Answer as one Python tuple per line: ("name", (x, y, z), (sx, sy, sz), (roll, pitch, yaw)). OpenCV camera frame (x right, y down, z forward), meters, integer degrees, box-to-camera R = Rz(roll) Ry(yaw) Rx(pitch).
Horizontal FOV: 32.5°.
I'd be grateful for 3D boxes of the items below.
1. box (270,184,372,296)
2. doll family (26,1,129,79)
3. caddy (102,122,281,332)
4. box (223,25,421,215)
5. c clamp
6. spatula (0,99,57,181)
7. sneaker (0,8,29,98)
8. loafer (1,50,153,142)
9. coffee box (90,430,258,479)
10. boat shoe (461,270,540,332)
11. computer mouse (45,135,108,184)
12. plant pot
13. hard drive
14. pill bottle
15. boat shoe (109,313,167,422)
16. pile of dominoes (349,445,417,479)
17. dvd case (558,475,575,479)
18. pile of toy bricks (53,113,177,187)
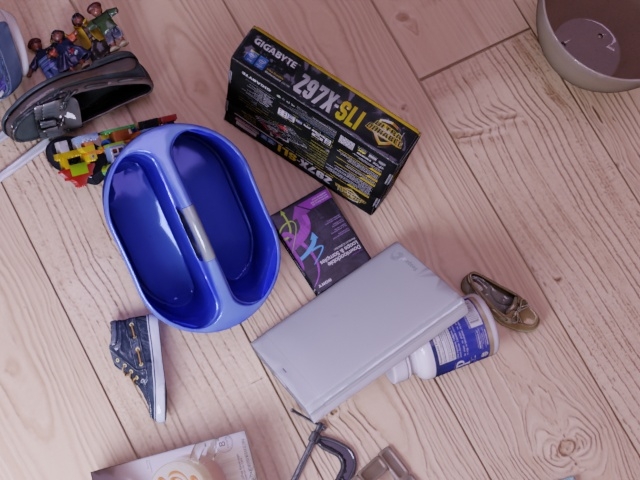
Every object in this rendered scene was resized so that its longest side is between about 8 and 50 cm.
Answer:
("box", (0.000, 0.000, 1.900), (0.116, 0.029, 0.162), (-31, 82, -14))
("doll family", (-0.432, -0.342, 1.922), (0.193, 0.076, 0.111), (-34, 86, -12))
("caddy", (-0.208, -0.022, 1.754), (0.241, 0.179, 0.341), (-26, 105, -12))
("box", (-0.007, -0.193, 1.836), (0.322, 0.257, 0.079), (33, 73, 4))
("c clamp", (-0.014, 0.375, 1.799), (0.137, 0.022, 0.161), (23, 71, -5))
("spatula", (-0.589, -0.152, 1.877), (0.242, 0.019, 0.168), (-41, 82, -15))
("sneaker", (-0.565, -0.229, 1.834), (0.130, 0.236, 0.323), (13, 112, 26))
("loafer", (-0.407, -0.236, 1.864), (0.267, 0.096, 0.084), (-33, 62, -23))
("coffee box", (-0.221, 0.401, 1.723), (0.246, 0.098, 0.141), (-14, 76, -11))
("boat shoe", (0.314, 0.105, 1.898), (0.153, 0.048, 0.056), (37, 74, 4))
("computer mouse", (-0.359, -0.107, 1.887), (0.242, 0.041, 0.071), (27, 54, -4))
("plant pot", (0.510, -0.383, 1.986), (0.284, 0.191, 0.284), (2, 75, -7))
("hard drive", (0.061, 0.143, 1.798), (0.307, 0.040, 0.203), (-35, 43, -11))
("pill bottle", (0.193, 0.169, 1.833), (0.186, 0.112, 0.112), (-19, 77, -11))
("boat shoe", (-0.297, 0.212, 1.790), (0.083, 0.065, 0.183), (-7, 69, -7))
("pile of dominoes", (0.121, 0.483, 1.757), (0.196, 0.040, 0.251), (-31, 78, -41))
("dvd case", (0.402, 0.462, 1.827), (0.087, 0.013, 0.120), (-14, 77, -11))
("pile of toy bricks", (-0.325, -0.139, 1.841), (0.212, 0.118, 0.105), (-19, 99, -37))
